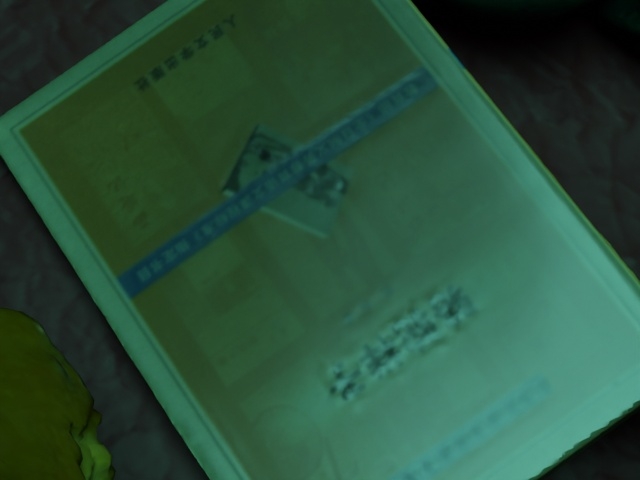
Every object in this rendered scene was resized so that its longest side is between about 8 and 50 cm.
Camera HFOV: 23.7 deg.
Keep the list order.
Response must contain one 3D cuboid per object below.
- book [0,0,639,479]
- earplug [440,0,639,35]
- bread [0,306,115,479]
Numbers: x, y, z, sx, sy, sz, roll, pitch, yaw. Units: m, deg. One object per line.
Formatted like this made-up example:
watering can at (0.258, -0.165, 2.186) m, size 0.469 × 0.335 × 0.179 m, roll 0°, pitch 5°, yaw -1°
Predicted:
book at (0.000, 0.000, 0.573) m, size 0.170 × 0.018 × 0.241 m, roll -36°, pitch 70°, yaw -3°
earplug at (0.116, -0.184, 0.643) m, size 0.280 × 0.163 × 0.257 m, roll -5°, pitch 29°, yaw -19°
bread at (-0.180, 0.114, 0.459) m, size 0.268 × 0.145 × 0.268 m, roll 3°, pitch 61°, yaw -6°
